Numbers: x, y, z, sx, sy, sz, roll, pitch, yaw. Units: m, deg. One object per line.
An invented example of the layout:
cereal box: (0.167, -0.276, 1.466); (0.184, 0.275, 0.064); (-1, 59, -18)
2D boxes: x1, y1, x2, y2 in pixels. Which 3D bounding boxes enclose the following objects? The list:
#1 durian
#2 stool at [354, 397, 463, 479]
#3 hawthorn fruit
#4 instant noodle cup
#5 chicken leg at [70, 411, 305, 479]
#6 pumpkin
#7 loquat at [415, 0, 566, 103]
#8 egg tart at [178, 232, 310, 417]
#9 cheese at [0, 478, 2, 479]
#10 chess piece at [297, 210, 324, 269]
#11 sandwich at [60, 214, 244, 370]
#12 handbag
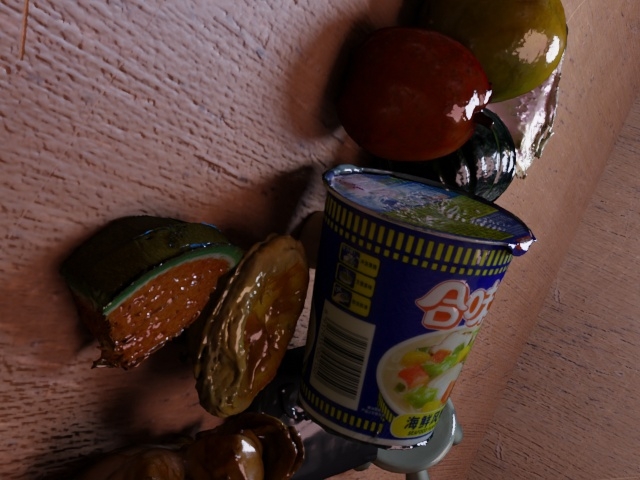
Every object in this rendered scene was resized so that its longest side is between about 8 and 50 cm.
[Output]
durian: (0.276, -0.279, 1.714); (0.195, 0.185, 0.305); (28, 82, -49)
stool: (0.165, 0.380, 2.067); (0.195, 0.195, 0.199); (-56, 158, -23)
hawthorn fruit: (0.130, -0.182, 1.396); (0.185, 0.202, 0.185); (20, 90, -76)
instant noodle cup: (0.099, 0.092, 1.404); (0.284, 0.284, 0.312); (-19, 127, -61)
chicken leg: (-0.137, 0.280, 1.237); (0.295, 0.182, 0.409); (-33, 176, 10)
pumpkin: (0.184, -0.109, 1.599); (0.220, 0.162, 0.220); (-19, 160, -7)
loquat: (0.252, -0.301, 1.521); (0.246, 0.213, 0.213); (-37, 146, -30)
egg tart: (-0.095, 0.096, 1.296); (0.241, 0.106, 0.241); (-55, 157, -36)
cheese: (-0.332, 0.318, 0.970); (0.218, 0.117, 0.235); (-40, 147, -45)
chess piece: (0.000, 0.000, 1.505); (0.083, 0.038, 0.084); (-46, 149, -39)
sandwich: (-0.173, 0.038, 1.110); (0.235, 0.079, 0.159); (-34, 153, -47)
handbag: (-0.013, 0.253, 1.589); (0.275, 0.088, 0.244); (-10, 120, -37)
